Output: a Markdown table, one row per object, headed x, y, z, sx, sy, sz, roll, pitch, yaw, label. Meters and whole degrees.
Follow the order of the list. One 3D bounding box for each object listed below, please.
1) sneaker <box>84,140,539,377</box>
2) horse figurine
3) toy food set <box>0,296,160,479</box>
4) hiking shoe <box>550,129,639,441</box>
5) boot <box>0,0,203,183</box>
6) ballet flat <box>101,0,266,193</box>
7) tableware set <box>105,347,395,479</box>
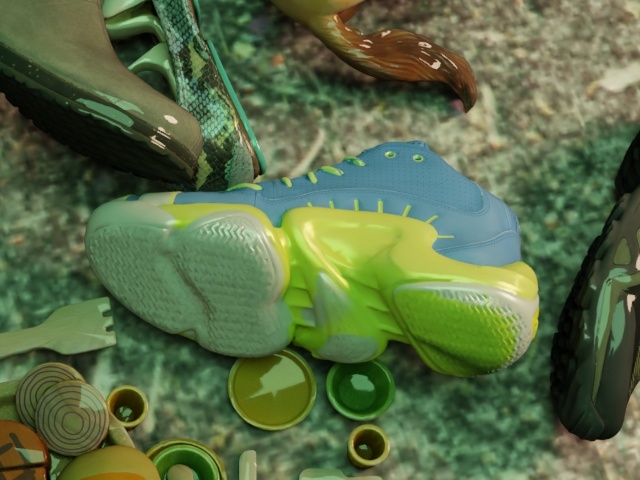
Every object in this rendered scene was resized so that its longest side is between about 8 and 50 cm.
| x | y | z | sx | sy | sz | roll | pitch | yaw | label |
| --- | --- | --- | --- | --- | --- | --- | --- | --- | --- |
| 0.000 | 0.000 | 1.019 | 0.240 | 0.091 | 0.126 | 14 | 42 | 0 | sneaker |
| 0.006 | -0.190 | 1.097 | 0.174 | 0.066 | 0.263 | -16 | 69 | -22 | horse figurine |
| -0.145 | 0.125 | 0.943 | 0.132 | 0.038 | 0.192 | -14 | 70 | -1 | toy food set |
| 0.204 | 0.017 | 1.035 | 0.114 | 0.086 | 0.227 | 24 | 65 | 4 | hiking shoe |
| -0.131 | -0.147 | 1.007 | 0.246 | 0.083 | 0.161 | 31 | 78 | 21 | boot |
| -0.089 | -0.109 | 1.048 | 0.070 | 0.070 | 0.188 | -16 | 70 | -16 | ballet flat |
| -0.036 | 0.100 | 0.993 | 0.154 | 0.024 | 0.104 | 3 | 67 | -8 | tableware set |
